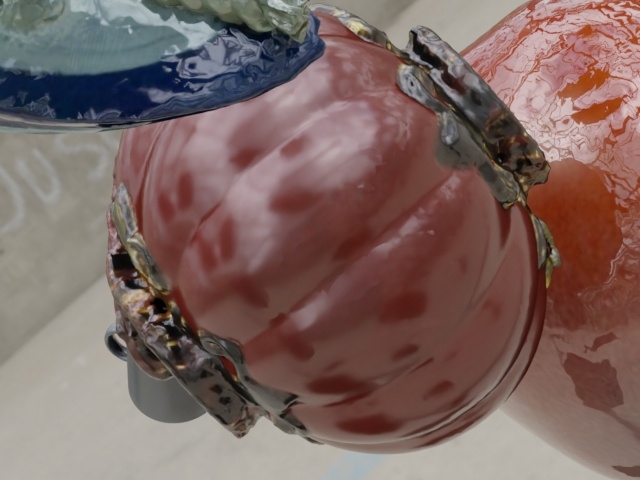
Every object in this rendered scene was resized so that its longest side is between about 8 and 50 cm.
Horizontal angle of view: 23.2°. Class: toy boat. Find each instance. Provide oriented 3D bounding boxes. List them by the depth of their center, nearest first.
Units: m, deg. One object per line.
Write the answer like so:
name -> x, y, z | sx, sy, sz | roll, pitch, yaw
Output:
toy boat -> -0.084, -0.081, 0.337 | 0.291, 0.221, 0.067 | 154, 124, -73

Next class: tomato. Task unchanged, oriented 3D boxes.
tomato -> 0.198, -0.001, 0.953 | 0.321, 0.321, 0.321 | -33, 21, 14

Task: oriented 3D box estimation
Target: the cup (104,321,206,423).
cup -> -0.128, 0.089, 1.241 | 0.100, 0.077, 0.078 | 19, 55, 15

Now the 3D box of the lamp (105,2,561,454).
lamp -> 0.000, 0.000, 0.734 | 0.227, 0.227, 0.227 | -33, 21, 14
